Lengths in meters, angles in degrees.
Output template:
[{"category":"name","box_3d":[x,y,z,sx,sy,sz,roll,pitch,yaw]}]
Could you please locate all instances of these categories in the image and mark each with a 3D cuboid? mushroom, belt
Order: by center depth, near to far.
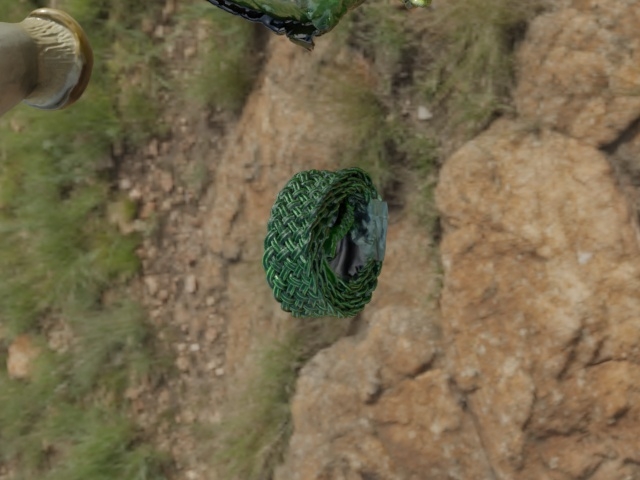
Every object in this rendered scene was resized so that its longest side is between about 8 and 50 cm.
[{"category":"belt","box_3d":[0.000,0.000,0.958,0.079,0.121,0.151,-1,55,35]},{"category":"mushroom","box_3d":[-0.349,-0.150,0.994,0.159,0.328,0.122,-18,100,25]}]

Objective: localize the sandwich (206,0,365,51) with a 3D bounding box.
[{"category":"sandwich","box_3d":[-0.103,-0.289,0.747,0.250,0.301,0.162,28,87,49]}]

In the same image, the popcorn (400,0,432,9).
[{"category":"popcorn","box_3d":[0.159,-0.435,1.601,0.141,0.162,0.136,-111,17,-48]}]
